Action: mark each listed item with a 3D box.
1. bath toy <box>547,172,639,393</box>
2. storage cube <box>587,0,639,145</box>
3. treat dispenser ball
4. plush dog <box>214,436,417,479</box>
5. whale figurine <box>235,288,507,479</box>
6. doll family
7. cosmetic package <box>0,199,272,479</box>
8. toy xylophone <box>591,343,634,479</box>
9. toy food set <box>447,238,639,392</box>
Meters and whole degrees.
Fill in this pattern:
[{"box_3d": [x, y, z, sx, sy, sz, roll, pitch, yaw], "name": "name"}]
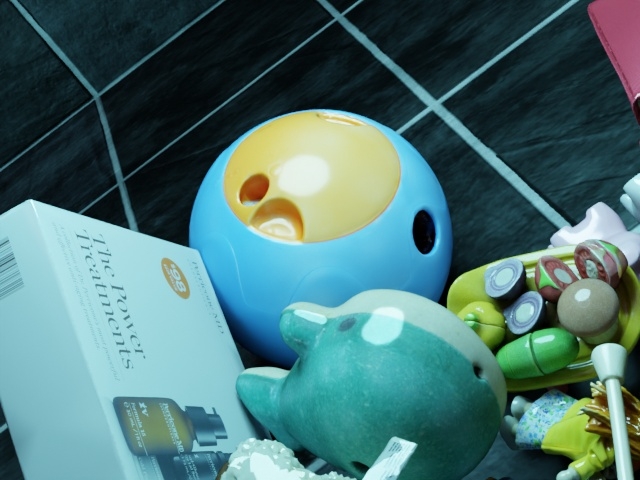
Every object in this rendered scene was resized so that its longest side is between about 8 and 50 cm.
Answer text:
[{"box_3d": [0.293, 0.020, 1.067, 0.348, 0.129, 0.151, -36, -14, 1], "name": "bath toy"}, {"box_3d": [0.346, -0.119, 0.892, 0.215, 0.183, 0.193, -25, 28, 15], "name": "storage cube"}, {"box_3d": [0.000, 0.000, 1.240, 0.288, 0.288, 0.288, -27, 31, 18], "name": "treat dispenser ball"}, {"box_3d": [0.032, 0.295, 0.870, 0.211, 0.225, 0.262, -10, 47, 2], "name": "plush dog"}, {"box_3d": [0.027, 0.150, 0.983, 0.272, 0.216, 0.141, -18, 30, 43], "name": "whale figurine"}, {"box_3d": [0.203, 0.202, 0.905, 0.163, 0.118, 0.263, -1, 48, 50], "name": "doll family"}, {"box_3d": [-0.146, 0.169, 0.996, 0.097, 0.284, 0.377, -28, 72, 14], "name": "cosmetic package"}, {"box_3d": [0.326, 0.142, 0.805, 0.236, 0.081, 0.322, 1, 41, -2], "name": "toy xylophone"}, {"box_3d": [0.204, 0.053, 0.975, 0.218, 0.071, 0.128, -15, 62, 21], "name": "toy food set"}]
